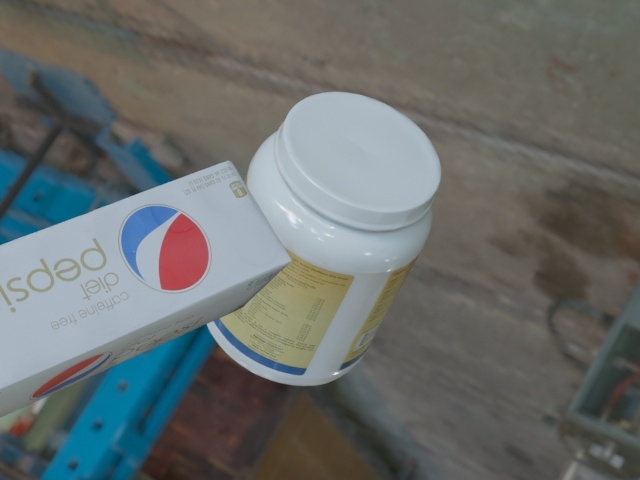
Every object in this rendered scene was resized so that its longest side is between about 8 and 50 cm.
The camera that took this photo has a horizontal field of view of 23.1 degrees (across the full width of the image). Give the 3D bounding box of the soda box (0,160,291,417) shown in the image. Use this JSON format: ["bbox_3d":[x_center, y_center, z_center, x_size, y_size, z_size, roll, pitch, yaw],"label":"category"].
[{"bbox_3d":[-0.125,0.030,0.854,0.074,0.216,0.069,59,142,10],"label":"soda box"}]

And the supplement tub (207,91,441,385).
[{"bbox_3d":[0.000,0.000,1.193,0.144,0.144,0.200,30,133,4],"label":"supplement tub"}]
